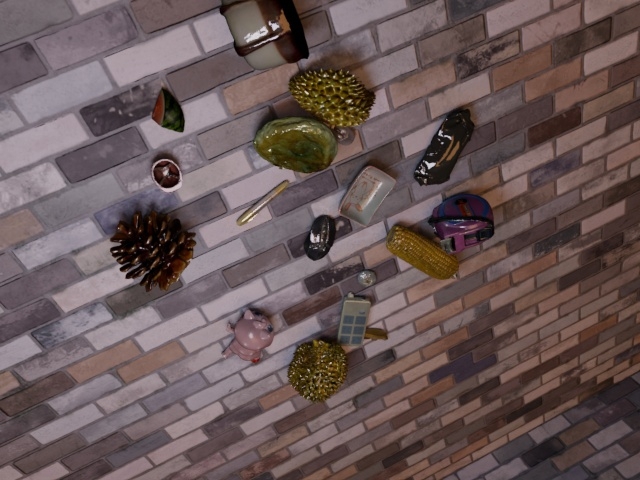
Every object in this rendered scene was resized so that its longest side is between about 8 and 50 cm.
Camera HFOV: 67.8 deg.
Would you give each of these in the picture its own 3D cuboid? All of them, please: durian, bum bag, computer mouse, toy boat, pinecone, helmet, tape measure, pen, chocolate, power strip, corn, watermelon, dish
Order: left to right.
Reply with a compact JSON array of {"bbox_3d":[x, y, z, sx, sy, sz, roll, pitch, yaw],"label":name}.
[{"bbox_3d":[-0.535,0.018,1.506,0.264,0.264,0.264,-10,121,-16],"label":"pinecone"},{"bbox_3d":[-0.462,-0.382,1.415,0.094,0.125,0.135,-10,95,19],"label":"watermelon"},{"bbox_3d":[-0.485,-0.210,1.498,0.089,0.057,0.111,-22,119,-12],"label":"helmet"},{"bbox_3d":[-0.166,-0.599,1.306,0.186,0.283,0.283,-17,126,14],"label":"chocolate"},{"bbox_3d":[-0.201,-0.128,1.673,0.233,0.032,0.040,-38,148,2],"label":"pen"},{"bbox_3d":[0.000,0.000,1.805,0.106,0.062,0.192,5,118,-24],"label":"computer mouse"},{"bbox_3d":[0.001,0.545,2.016,0.258,0.258,0.292,25,101,-31],"label":"durian"},{"bbox_3d":[0.058,-0.445,1.509,0.307,0.166,0.172,-4,102,-25],"label":"durian"},{"bbox_3d":[0.077,-0.366,1.639,0.096,0.039,0.066,32,103,-32],"label":"computer mouse"},{"bbox_3d":[0.141,0.348,2.052,0.118,0.046,0.270,5,117,-5],"label":"power strip"},{"bbox_3d":[0.161,-0.174,1.760,0.151,0.077,0.212,24,107,-32],"label":"dish"},{"bbox_3d":[0.241,0.427,2.152,0.149,0.047,0.049,10,127,-20],"label":"toy boat"},{"bbox_3d":[0.418,0.051,1.956,0.387,0.144,0.144,28,105,-26],"label":"corn"},{"bbox_3d":[0.472,-0.342,1.790,0.142,0.079,0.326,19,113,-21],"label":"bum bag"},{"bbox_3d":[0.559,-0.068,1.886,0.245,0.231,0.149,-15,126,7],"label":"tape measure"}]

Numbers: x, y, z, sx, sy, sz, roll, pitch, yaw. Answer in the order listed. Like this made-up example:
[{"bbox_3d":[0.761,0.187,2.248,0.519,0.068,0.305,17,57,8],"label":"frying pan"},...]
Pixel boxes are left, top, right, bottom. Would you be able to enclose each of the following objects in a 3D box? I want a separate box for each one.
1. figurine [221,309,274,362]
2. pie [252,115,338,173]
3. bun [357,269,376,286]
[{"bbox_3d":[-0.276,0.380,1.882,0.186,0.176,0.287,-37,158,-50],"label":"figurine"},{"bbox_3d":[-0.079,-0.297,1.518,0.277,0.078,0.277,-1,155,-1],"label":"pie"},{"bbox_3d":[0.194,0.160,1.981,0.083,0.045,0.083,-8,116,-18],"label":"bun"}]
